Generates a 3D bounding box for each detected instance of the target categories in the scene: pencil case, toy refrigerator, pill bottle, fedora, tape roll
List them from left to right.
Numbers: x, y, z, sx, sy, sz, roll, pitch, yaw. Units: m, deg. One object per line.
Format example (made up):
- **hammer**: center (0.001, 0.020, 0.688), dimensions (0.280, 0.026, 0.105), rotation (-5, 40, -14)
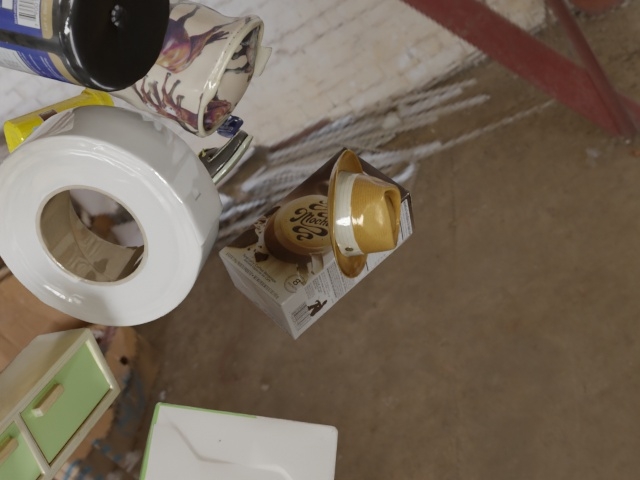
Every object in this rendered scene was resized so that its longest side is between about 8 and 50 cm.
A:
- **toy refrigerator**: center (-0.342, 0.217, 1.023), dimensions (0.094, 0.102, 0.269), rotation (-11, 23, 24)
- **pill bottle**: center (-0.245, -0.201, 0.735), dimensions (0.219, 0.122, 0.122), rotation (17, 59, 25)
- **pencil case**: center (-0.271, -0.268, 1.095), dimensions (0.183, 0.411, 0.159), rotation (-33, -34, -74)
- **tape roll**: center (-0.277, -0.028, 1.155), dimensions (0.286, 0.286, 0.100), rotation (-25, 23, 24)
- **fedora**: center (0.070, -0.037, 1.256), dimensions (0.079, 0.194, 0.194), rotation (-1, 45, 18)

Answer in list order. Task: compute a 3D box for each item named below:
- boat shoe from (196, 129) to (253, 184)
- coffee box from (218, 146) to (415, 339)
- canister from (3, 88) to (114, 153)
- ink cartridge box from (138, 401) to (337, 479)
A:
- **boat shoe**: center (-0.212, -0.127, 1.631), dimensions (0.228, 0.069, 0.081), rotation (-46, 3, 24)
- **coffee box**: center (0.000, 0.000, 1.524), dimensions (0.297, 0.118, 0.168), rotation (-41, 57, -17)
- **canister**: center (-0.423, -0.168, 1.467), dimensions (0.073, 0.126, 0.170), rotation (25, 42, 39)
- **ink cartridge box**: center (-0.117, 0.323, 1.073), dimensions (0.353, 0.207, 0.119), rotation (112, 166, -56)
